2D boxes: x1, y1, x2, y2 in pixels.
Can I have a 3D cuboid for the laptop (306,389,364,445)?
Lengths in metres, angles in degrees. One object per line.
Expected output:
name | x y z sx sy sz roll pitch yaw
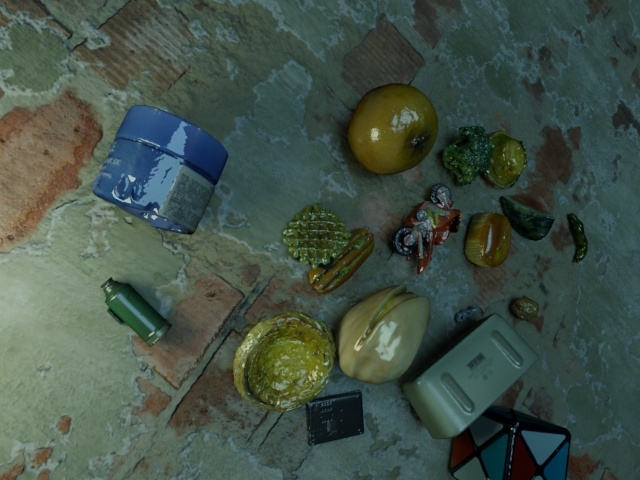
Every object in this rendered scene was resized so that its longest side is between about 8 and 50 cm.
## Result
laptop | 0.045 0.515 1.262 0.180 0.016 0.129 -2 88 -24

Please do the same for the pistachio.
pistachio | 0.176 0.259 1.225 0.229 0.238 0.321 37 60 27

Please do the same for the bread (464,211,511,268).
bread | 0.573 -0.003 1.470 0.132 0.114 0.191 16 86 -23

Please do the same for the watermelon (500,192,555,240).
watermelon | 0.741 -0.098 1.580 0.207 0.136 0.202 37 31 11

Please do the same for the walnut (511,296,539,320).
walnut | 0.724 0.242 1.530 0.096 0.082 0.079 25 105 -20

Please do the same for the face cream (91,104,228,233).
face cream | -0.371 -0.154 1.015 0.248 0.249 0.225 24 79 -19

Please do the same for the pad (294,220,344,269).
pad | 0.000 0.000 1.254 0.112 0.003 0.157 18 69 3

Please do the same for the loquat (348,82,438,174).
loquat | 0.211 -0.320 1.266 0.262 0.263 0.263 2 85 -22

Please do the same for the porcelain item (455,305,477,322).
porcelain item | 0.487 0.248 1.456 0.083 0.028 0.036 -26 99 -21

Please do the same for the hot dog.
hot dog | 0.070 0.060 1.277 0.249 0.068 0.100 -43 101 -20

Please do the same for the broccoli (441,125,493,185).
broccoli | 0.492 -0.283 1.440 0.195 0.156 0.196 17 70 -60

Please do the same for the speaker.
speaker | 0.455 0.406 1.336 0.406 0.183 0.184 -31 74 -22

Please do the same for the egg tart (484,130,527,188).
egg tart | 0.655 -0.287 1.533 0.212 0.090 0.213 1 88 -26

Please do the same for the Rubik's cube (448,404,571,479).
Rubik's cube | 0.580 0.660 1.346 0.248 0.246 0.250 15 81 -21

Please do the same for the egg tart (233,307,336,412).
egg tart | -0.095 0.313 1.170 0.290 0.107 0.291 -2 96 -16

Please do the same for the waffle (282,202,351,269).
waffle | -0.011 -0.014 1.237 0.169 0.036 0.183 42 73 10

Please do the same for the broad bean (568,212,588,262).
broad bean | 1.003 -0.011 1.679 0.061 0.046 0.196 -5 89 -25

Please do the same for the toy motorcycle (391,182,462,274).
toy motorcycle | 0.354 -0.046 1.389 0.171 0.089 0.298 46 72 -14

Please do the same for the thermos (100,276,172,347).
thermos | -0.456 0.169 1.057 0.188 0.083 0.073 49 49 -10
